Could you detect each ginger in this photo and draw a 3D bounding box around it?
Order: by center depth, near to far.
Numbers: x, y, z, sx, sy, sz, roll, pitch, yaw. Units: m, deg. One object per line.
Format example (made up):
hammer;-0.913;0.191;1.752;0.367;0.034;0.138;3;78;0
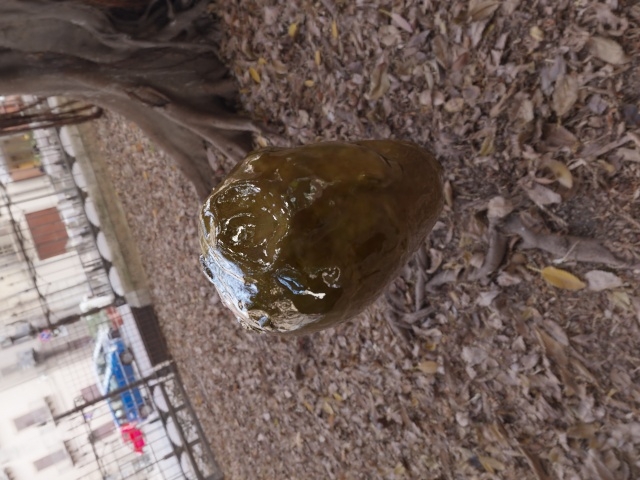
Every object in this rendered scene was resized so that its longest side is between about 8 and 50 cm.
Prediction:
ginger;0.000;-0.002;0.551;0.200;0.270;0.222;81;-165;-61
